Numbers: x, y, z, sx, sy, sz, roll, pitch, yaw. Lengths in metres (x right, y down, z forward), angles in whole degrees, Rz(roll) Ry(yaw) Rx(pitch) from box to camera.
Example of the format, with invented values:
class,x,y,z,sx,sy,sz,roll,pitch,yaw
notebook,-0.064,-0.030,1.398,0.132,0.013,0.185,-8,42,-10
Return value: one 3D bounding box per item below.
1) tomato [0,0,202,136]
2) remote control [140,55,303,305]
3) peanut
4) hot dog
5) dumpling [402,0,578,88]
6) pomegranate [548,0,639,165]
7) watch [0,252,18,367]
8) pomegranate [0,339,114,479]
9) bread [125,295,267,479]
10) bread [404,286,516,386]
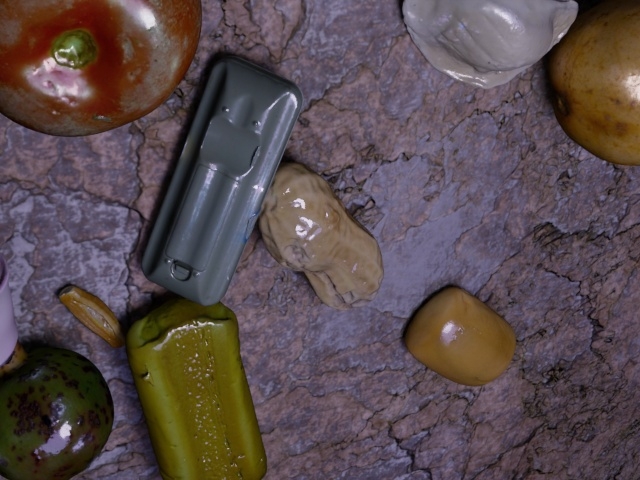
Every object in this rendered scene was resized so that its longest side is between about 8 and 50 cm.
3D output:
class,x,y,z,sx,sy,sz,roll,pitch,yaw
tomato,-0.267,-0.255,1.183,0.270,0.223,0.270,-4,133,-5
remote control,-0.137,-0.073,1.441,0.128,0.065,0.335,25,110,5
peanut,0.000,0.000,1.557,0.130,0.130,0.290,-43,132,2
hot dog,-0.313,0.105,1.515,0.044,0.028,0.137,-23,131,20
dumpling,0.224,-0.293,1.501,0.252,0.131,0.179,8,140,-23
pomegranate,0.467,-0.236,1.592,0.260,0.260,0.260,-14,126,-21
watch,-0.498,0.093,1.317,0.217,0.248,0.211,-32,134,-43
pomegranate,-0.387,0.213,1.449,0.202,0.202,0.248,-36,104,-3
bread,-0.186,0.242,1.620,0.166,0.112,0.383,-19,127,-14
bread,0.246,0.174,1.830,0.217,0.098,0.147,30,106,-38
